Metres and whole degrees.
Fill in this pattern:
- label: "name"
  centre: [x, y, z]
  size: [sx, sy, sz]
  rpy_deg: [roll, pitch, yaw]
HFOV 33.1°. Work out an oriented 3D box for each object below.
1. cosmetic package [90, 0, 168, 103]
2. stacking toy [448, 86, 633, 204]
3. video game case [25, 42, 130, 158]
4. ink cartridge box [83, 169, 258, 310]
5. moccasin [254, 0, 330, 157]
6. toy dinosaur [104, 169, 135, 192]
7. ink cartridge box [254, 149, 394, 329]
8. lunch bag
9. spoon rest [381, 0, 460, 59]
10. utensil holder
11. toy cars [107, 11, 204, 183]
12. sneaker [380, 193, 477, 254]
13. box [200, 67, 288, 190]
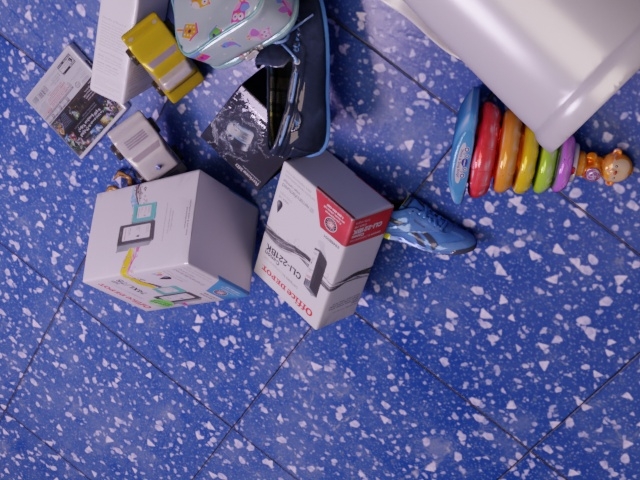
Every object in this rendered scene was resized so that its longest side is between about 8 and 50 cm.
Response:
- label: "cosmetic package"
  centre: [-0.358, -0.386, 2.029]
  size: [0.085, 0.117, 0.231]
  rpy_deg: [25, 125, 14]
- label: "stacking toy"
  centre: [0.369, -0.137, 1.798]
  size: [0.302, 0.166, 0.175]
  rpy_deg: [10, 119, 5]
- label: "video game case"
  centre: [-0.501, -0.285, 2.222]
  size: [0.173, 0.022, 0.190]
  rpy_deg: [48, 127, -4]
- label: "ink cartridge box"
  centre: [-0.294, 0.007, 2.129]
  size: [0.270, 0.197, 0.198]
  rpy_deg: [-10, 154, 32]
- label: "moccasin"
  centre: [-0.054, -0.311, 1.857]
  size: [0.138, 0.117, 0.342]
  rpy_deg: [6, 104, 64]
- label: "toy dinosaur"
  centre: [-0.384, -0.100, 2.256]
  size: [0.112, 0.064, 0.211]
  rpy_deg: [33, 139, -16]
- label: "ink cartridge box"
  centre: [0.000, 0.000, 2.033]
  size: [0.197, 0.114, 0.273]
  rpy_deg: [41, 133, 29]
- label: "lunch bag"
  centre: [-0.140, -0.435, 1.808]
  size: [0.224, 0.108, 0.279]
  rpy_deg: [-22, 64, 32]
- label: "spoon rest"
  centre: [0.189, -0.385, 1.767]
  size: [0.276, 0.084, 0.137]
  rpy_deg: [27, 127, 12]
- label: "utensil holder"
  centre: [0.311, -0.372, 1.553]
  size: [0.385, 0.327, 0.327]
  rpy_deg: [44, 128, 5]
- label: "toy cars"
  centre: [-0.302, -0.239, 2.042]
  size: [0.087, 0.176, 0.394]
  rpy_deg: [52, 139, 40]
- label: "sneaker"
  centre: [0.188, -0.033, 1.983]
  size: [0.209, 0.069, 0.082]
  rpy_deg: [16, 121, 19]
- label: "box"
  centre: [-0.112, -0.207, 2.021]
  size: [0.156, 0.093, 0.158]
  rpy_deg: [43, 129, -2]
